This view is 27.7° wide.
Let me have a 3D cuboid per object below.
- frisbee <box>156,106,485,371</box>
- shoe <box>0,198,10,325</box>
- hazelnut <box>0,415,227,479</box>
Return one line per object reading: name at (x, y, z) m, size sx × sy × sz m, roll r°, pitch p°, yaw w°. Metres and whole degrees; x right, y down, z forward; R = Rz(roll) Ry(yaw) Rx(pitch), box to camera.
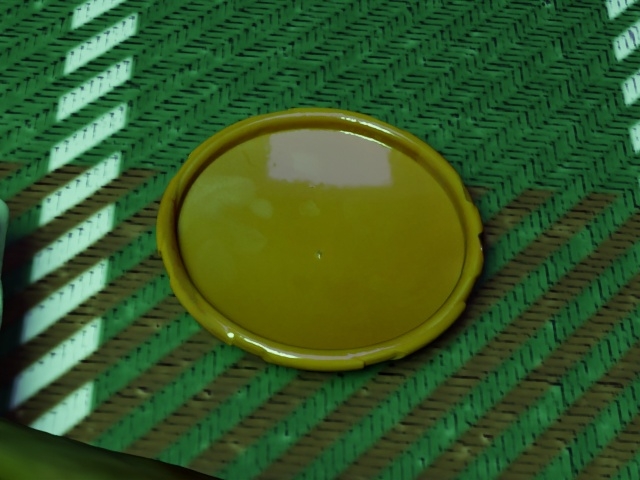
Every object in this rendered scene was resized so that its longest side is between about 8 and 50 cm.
frisbee at (0.000, 0.000, 0.763) m, size 0.192 × 0.035 × 0.192 m, roll 3°, pitch 52°, yaw -4°
shoe at (-0.214, 0.051, 0.660) m, size 0.160 × 0.131 × 0.363 m, roll -18°, pitch 60°, yaw -38°
hazelnut at (-0.135, 0.248, 0.346) m, size 0.429 × 0.402 × 0.402 m, roll 7°, pitch 53°, yaw 2°
